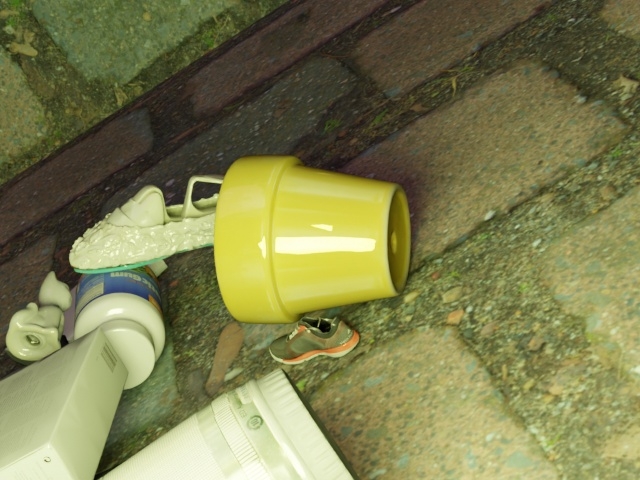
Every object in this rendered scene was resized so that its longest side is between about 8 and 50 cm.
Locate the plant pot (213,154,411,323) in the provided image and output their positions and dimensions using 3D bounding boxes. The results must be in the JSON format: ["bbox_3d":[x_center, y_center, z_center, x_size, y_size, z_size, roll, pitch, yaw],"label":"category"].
[{"bbox_3d":[0.000,0.000,1.623,0.239,0.254,0.254,1,35,17],"label":"plant pot"}]

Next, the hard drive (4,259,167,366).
[{"bbox_3d":[-0.463,0.135,2.189,0.307,0.040,0.203,-45,26,-25],"label":"hard drive"}]

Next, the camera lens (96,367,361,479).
[{"bbox_3d":[-0.101,0.295,1.202,0.274,0.219,0.219,-35,24,-3],"label":"camera lens"}]

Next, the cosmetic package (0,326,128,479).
[{"bbox_3d":[-0.427,0.285,1.512,0.284,0.097,0.377,-26,16,7],"label":"cosmetic package"}]

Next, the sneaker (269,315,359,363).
[{"bbox_3d":[-0.017,0.133,1.599,0.158,0.065,0.061,-14,30,37],"label":"sneaker"}]

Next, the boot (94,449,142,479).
[{"bbox_3d":[-0.403,0.445,1.382,0.445,0.146,0.367,-19,17,21],"label":"boot"}]

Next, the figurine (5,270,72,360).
[{"bbox_3d":[-0.463,0.180,1.910,0.092,0.214,0.209,-3,23,1],"label":"figurine"}]

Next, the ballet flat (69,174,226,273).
[{"bbox_3d":[-0.245,-0.047,1.958,0.409,0.146,0.147,-11,19,-15],"label":"ballet flat"}]

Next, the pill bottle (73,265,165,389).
[{"bbox_3d":[-0.341,0.140,1.886,0.152,0.152,0.272,-33,24,2],"label":"pill bottle"}]
